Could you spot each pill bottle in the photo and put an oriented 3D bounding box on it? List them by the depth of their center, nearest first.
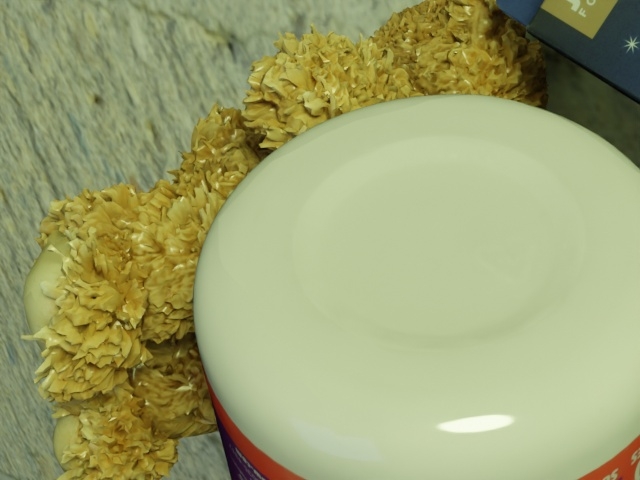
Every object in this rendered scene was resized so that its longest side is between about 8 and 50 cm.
[{"bbox_3d":[0.056,0.107,0.648,0.181,0.181,0.323,35,151,33],"label":"pill bottle"}]

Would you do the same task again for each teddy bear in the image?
[{"bbox_3d":[0.000,0.000,0.717,0.113,0.338,0.245,29,125,34],"label":"teddy bear"}]

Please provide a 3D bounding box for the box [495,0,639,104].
[{"bbox_3d":[0.179,-0.101,0.601,0.225,0.036,0.136,38,102,30],"label":"box"}]
